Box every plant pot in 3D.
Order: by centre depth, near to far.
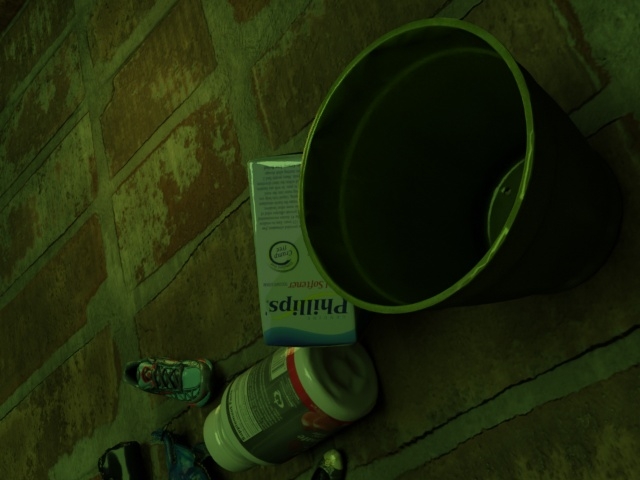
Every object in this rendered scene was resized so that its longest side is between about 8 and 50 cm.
[{"bbox_3d":[0.221,-0.062,1.131,0.366,0.353,0.366,-14,70,43],"label":"plant pot"}]

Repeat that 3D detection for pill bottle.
[{"bbox_3d":[-0.064,0.291,1.467,0.318,0.176,0.176,-38,55,34],"label":"pill bottle"}]

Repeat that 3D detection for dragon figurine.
[{"bbox_3d":[-0.258,0.457,1.694,0.289,0.085,0.144,-6,76,47],"label":"dragon figurine"}]

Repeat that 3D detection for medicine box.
[{"bbox_3d":[0.000,0.000,1.340,0.149,0.263,0.289,-3,97,13],"label":"medicine box"}]

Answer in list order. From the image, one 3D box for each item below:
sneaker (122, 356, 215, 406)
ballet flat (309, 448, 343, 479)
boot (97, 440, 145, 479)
[{"bbox_3d":[-0.331,0.301,1.780,0.262,0.125,0.104,-7,76,45],"label":"sneaker"},{"bbox_3d":[-0.008,0.444,1.463,0.057,0.049,0.173,38,107,43],"label":"ballet flat"},{"bbox_3d":[-0.410,0.541,1.822,0.246,0.094,0.207,-34,61,43],"label":"boot"}]
